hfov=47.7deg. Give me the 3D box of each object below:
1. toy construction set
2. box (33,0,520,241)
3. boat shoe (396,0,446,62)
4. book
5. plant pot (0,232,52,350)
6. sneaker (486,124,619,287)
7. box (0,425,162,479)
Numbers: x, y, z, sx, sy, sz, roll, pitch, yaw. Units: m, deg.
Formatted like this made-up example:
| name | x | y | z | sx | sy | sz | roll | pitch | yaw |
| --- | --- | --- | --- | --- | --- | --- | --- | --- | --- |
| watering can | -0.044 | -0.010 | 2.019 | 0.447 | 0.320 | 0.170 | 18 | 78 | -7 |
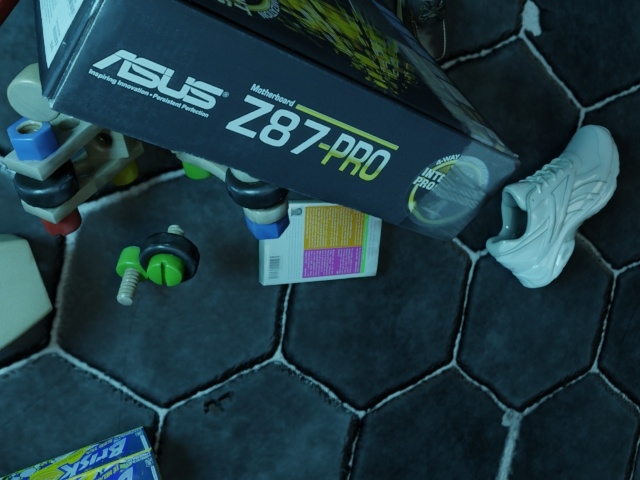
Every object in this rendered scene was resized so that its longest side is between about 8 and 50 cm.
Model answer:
| name | x | y | z | sx | sy | sz | roll | pitch | yaw |
| --- | --- | --- | --- | --- | --- | --- | --- | --- | --- |
| toy construction set | -0.161 | -0.140 | 0.675 | 0.309 | 0.257 | 0.237 | 50 | 34 | -39 |
| box | -0.061 | -0.189 | 0.567 | 0.318 | 0.395 | 0.097 | 19 | 122 | -37 |
| boat shoe | 0.119 | -0.278 | 0.839 | 0.056 | 0.049 | 0.152 | -23 | 108 | -19 |
| book | 0.000 | 0.000 | 0.849 | 0.144 | 0.035 | 0.096 | -3 | 104 | -23 |
| plant pot | -0.319 | 0.045 | 0.683 | 0.096 | 0.109 | 0.109 | -25 | 109 | -31 |
| sneaker | 0.297 | -0.059 | 0.939 | 0.115 | 0.090 | 0.232 | 30 | 86 | -22 |
| box | -0.258 | 0.260 | 0.768 | 0.168 | 0.059 | 0.054 | -18 | 108 | -20 |
